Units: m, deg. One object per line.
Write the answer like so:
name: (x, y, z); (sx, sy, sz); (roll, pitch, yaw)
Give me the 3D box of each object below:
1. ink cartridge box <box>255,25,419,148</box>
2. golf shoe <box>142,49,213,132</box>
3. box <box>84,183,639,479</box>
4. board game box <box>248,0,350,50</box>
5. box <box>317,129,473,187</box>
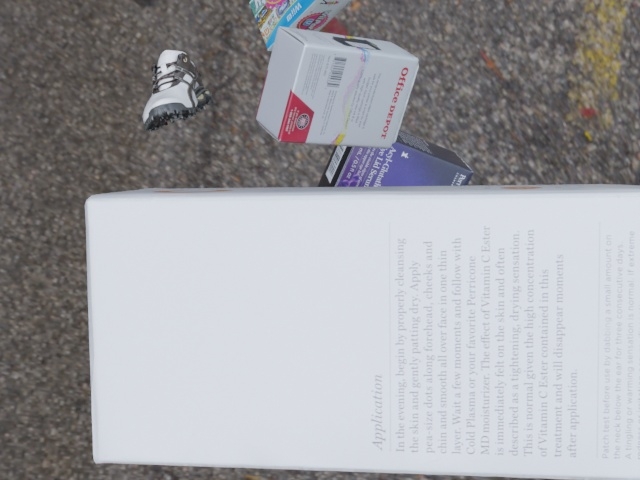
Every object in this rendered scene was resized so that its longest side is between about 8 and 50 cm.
ink cartridge box: (0.021, -0.190, 1.196); (0.072, 0.175, 0.128); (44, 126, 47)
golf shoe: (-0.201, -0.201, 1.251); (0.077, 0.198, 0.094); (-17, 105, 7)
box: (0.045, 0.047, 0.643); (0.345, 0.215, 0.168); (0, 94, 8)
board game box: (-0.064, -0.577, 1.944); (0.224, 0.097, 0.304); (-35, 70, 44)
box: (0.117, -0.095, 1.534); (0.108, 0.207, 0.153); (-110, 41, -67)
